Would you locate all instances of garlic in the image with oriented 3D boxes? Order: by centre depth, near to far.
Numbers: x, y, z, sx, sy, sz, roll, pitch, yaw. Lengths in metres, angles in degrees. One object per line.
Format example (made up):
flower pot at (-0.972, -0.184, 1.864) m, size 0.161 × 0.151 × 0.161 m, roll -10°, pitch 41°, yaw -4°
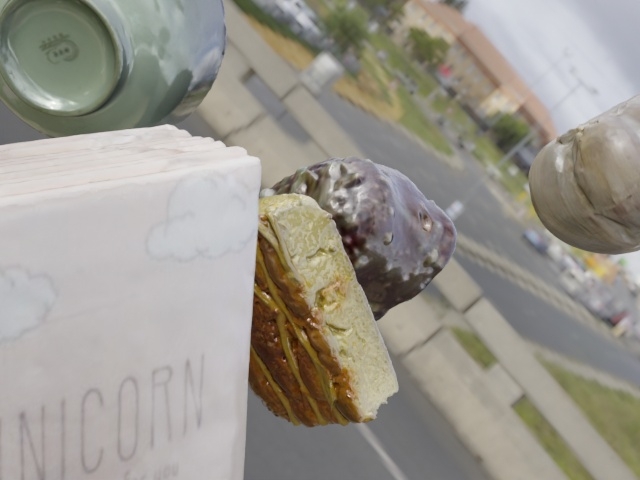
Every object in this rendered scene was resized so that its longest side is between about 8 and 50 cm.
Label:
garlic at (0.327, -0.069, 1.283) m, size 0.228 × 0.228 × 0.152 m, roll -51°, pitch 118°, yaw -83°

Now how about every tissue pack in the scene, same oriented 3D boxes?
tissue pack at (-0.102, 0.129, 0.457) m, size 0.071 × 0.325 × 0.170 m, roll 17°, pitch 20°, yaw 40°

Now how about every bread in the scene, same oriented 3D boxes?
bread at (-0.034, 0.086, 1.497) m, size 0.185 × 0.114 × 0.275 m, roll -8°, pitch -70°, yaw 51°

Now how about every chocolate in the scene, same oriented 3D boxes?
chocolate at (0.000, 0.000, 1.808) m, size 0.210 × 0.340 × 0.225 m, roll 31°, pitch 42°, yaw -52°

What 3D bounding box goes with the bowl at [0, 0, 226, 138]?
bowl at (-0.317, -0.273, 1.660) m, size 0.354 × 0.354 × 0.185 m, roll 46°, pitch 24°, yaw -10°
